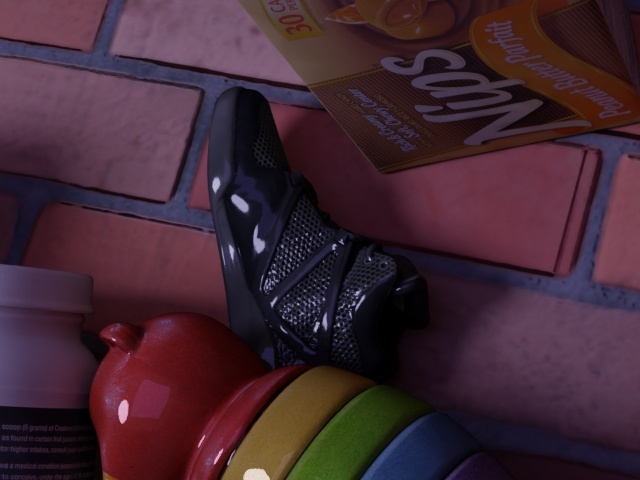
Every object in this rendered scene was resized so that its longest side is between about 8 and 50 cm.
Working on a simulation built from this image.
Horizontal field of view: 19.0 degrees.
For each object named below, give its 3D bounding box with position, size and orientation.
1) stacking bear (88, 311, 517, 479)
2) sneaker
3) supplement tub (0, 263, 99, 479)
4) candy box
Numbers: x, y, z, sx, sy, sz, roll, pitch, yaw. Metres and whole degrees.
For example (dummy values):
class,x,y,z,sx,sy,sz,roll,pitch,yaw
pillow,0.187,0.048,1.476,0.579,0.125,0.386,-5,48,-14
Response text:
class,x,y,z,sx,sy,sz,roll,pitch,yaw
stacking bear,-0.010,0.145,1.100,0.289,0.175,0.164,31,81,18
sneaker,0.000,0.000,1.223,0.130,0.087,0.228,-16,70,12
supplement tub,-0.233,0.149,1.162,0.191,0.191,0.272,4,87,21
candy box,0.072,-0.146,1.118,0.182,0.316,0.088,-11,69,16
